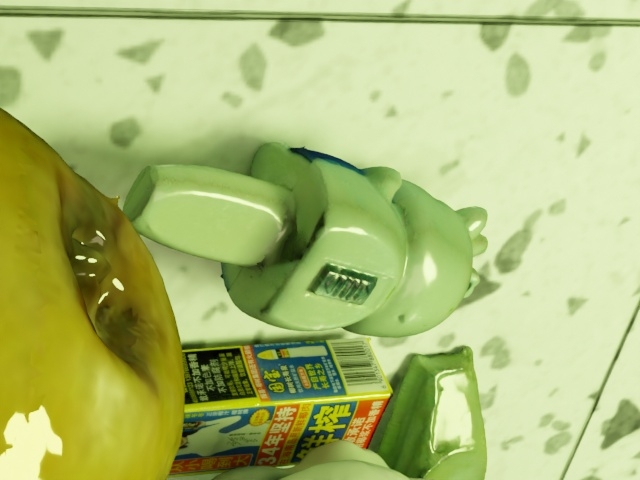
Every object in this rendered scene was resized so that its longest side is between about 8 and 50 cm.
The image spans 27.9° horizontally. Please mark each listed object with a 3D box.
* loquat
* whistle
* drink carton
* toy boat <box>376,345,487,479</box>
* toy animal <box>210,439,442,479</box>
[{"bbox_3d":[-0.201,0.067,0.550,0.275,0.275,0.274,-14,132,-16],"label":"loquat"},{"bbox_3d":[0.000,0.000,0.713,0.244,0.092,0.110,15,120,-37],"label":"whistle"},{"bbox_3d":[-0.046,0.103,0.799,0.166,0.056,0.071,-1,132,-23],"label":"drink carton"},{"bbox_3d":[0.065,0.205,0.940,0.093,0.055,0.293,-7,129,-25],"label":"toy boat"},{"bbox_3d":[0.013,0.242,0.745,0.196,0.241,0.367,0,138,-4],"label":"toy animal"}]
